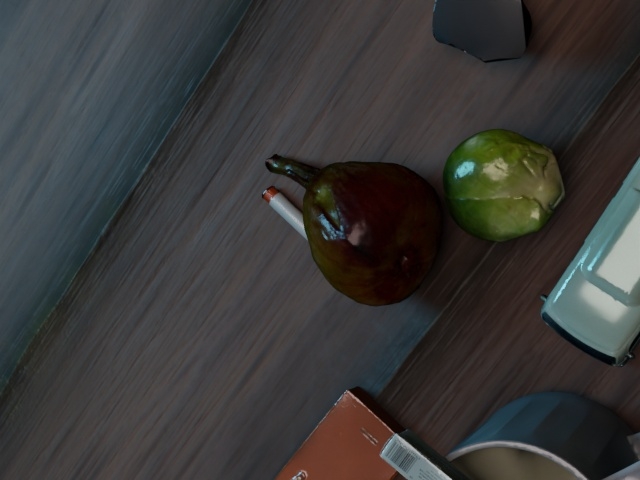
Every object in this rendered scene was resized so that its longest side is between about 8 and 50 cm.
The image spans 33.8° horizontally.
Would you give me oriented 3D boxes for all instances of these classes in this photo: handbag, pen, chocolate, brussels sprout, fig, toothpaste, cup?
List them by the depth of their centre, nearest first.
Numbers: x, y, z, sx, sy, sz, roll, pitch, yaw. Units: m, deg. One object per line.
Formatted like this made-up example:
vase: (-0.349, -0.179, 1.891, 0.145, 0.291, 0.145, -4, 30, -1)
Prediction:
toothpaste: (0.136, 0.257, 1.083, 0.164, 0.046, 0.034, 37, 103, 18)
cup: (0.289, 0.294, 1.222, 0.323, 0.327, 0.237, -32, 79, 21)
brussels sprout: (0.230, -0.073, 1.347, 0.155, 0.117, 0.155, 1, 106, 5)
chocolate: (0.214, -0.291, 1.367, 0.125, 0.080, 0.149, -34, 86, 32)
fig: (0.017, -0.031, 1.410, 0.290, 0.190, 0.191, 20, 100, 20)
handbag: (0.033, 0.317, 1.475, 0.127, 0.063, 0.190, 42, 104, 16)
pen: (0.000, 0.000, 1.494, 0.218, 0.026, 0.026, 43, 107, 16)

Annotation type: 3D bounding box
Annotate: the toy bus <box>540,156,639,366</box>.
toy bus: (0.375, 0.020, 1.262, 0.133, 0.165, 0.271, 34, 104, 18)
